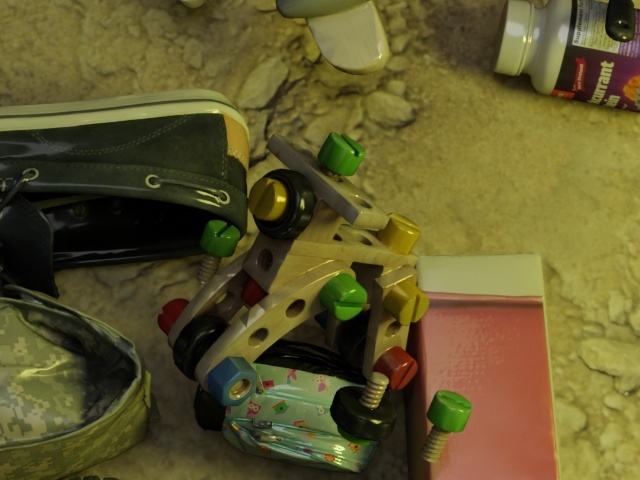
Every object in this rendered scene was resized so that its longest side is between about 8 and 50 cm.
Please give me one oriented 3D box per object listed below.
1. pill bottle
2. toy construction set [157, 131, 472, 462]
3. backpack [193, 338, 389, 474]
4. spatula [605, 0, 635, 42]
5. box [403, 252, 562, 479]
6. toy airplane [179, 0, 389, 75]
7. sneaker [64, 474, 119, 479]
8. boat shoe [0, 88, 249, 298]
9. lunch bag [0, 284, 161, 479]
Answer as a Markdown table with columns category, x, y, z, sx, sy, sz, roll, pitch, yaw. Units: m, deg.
| category | x | y | z | sx | sy | sz | roll | pitch | yaw |
| --- | --- | --- | --- | --- | --- | --- | --- | --- | --- |
| pill bottle | 0.285 | -0.200 | 1.658 | 0.193 | 0.108 | 0.108 | 11 | 69 | 1 |
| toy construction set | 0.000 | 0.000 | 1.386 | 0.257 | 0.309 | 0.237 | 13 | 112 | -21 |
| backpack | -0.027 | 0.157 | 1.497 | 0.182 | 0.152 | 0.115 | 14 | 90 | -2 |
| spatula | 0.321 | -0.267 | 1.639 | 0.084 | 0.030 | 0.296 | 19 | 34 | 2 |
| box | 0.148 | 0.144 | 1.499 | 0.126 | 0.149 | 0.232 | -1 | 69 | -4 |
| toy airplane | -0.021 | -0.402 | 1.625 | 0.386 | 0.272 | 0.384 | 28 | 71 | 6 |
| sneaker | -0.272 | 0.309 | 1.433 | 0.275 | 0.110 | 0.107 | -30 | 78 | -33 |
| boat shoe | -0.302 | -0.026 | 1.516 | 0.500 | 0.187 | 0.156 | -10 | 65 | -13 |
| lunch bag | -0.292 | 0.148 | 1.420 | 0.287 | 0.235 | 0.169 | -10 | 72 | -8 |
